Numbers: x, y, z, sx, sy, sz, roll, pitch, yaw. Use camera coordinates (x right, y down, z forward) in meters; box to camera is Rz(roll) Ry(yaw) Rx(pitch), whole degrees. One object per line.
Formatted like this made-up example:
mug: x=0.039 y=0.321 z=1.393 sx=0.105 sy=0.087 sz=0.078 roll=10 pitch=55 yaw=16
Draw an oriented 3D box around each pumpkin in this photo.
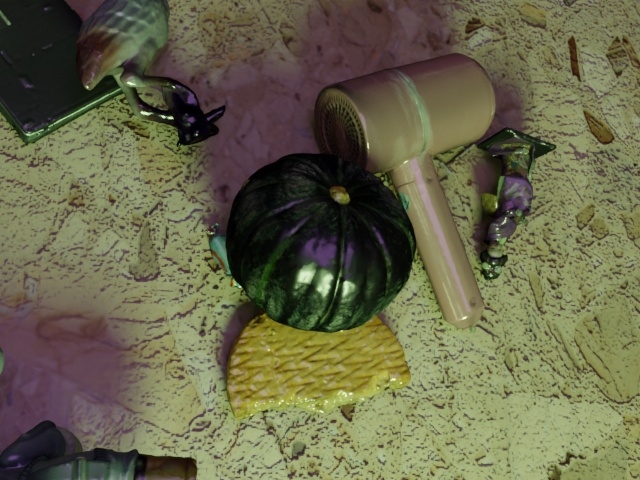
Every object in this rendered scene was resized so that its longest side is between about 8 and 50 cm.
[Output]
pumpkin: x=0.000 y=0.000 z=0.982 sx=0.220 sy=0.162 sz=0.221 roll=10 pitch=46 yaw=-11

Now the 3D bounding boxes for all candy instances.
candy: x=-0.113 y=0.019 z=1.027 sx=0.030 sy=0.020 sz=0.083 roll=-28 pitch=82 yaw=-30

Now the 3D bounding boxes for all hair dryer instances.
hair dryer: x=0.148 y=-0.054 z=1.114 sx=0.210 sy=0.125 sz=0.353 roll=-19 pitch=89 yaw=-27

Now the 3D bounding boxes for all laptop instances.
laptop: x=-0.343 y=-0.230 z=1.024 sx=0.154 sy=0.026 sz=0.207 roll=-36 pitch=87 yaw=-27

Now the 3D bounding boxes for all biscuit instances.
biscuit: x=-0.011 y=0.130 z=1.020 sx=0.224 sy=0.033 sz=0.145 roll=-9 pitch=71 yaw=-23

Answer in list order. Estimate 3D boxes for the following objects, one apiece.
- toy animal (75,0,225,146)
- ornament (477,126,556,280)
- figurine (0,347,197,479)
toy animal: x=-0.219 y=-0.253 z=1.035 sx=0.195 sy=0.090 sz=0.324 roll=6 pitch=61 yaw=-51
ornament: x=0.252 y=-0.046 z=1.153 sx=0.088 sy=0.081 sz=0.203 roll=19 pitch=67 yaw=-13
figurine: x=-0.312 y=0.222 z=0.795 sx=0.381 sy=0.186 sz=0.261 roll=11 pitch=62 yaw=-12
